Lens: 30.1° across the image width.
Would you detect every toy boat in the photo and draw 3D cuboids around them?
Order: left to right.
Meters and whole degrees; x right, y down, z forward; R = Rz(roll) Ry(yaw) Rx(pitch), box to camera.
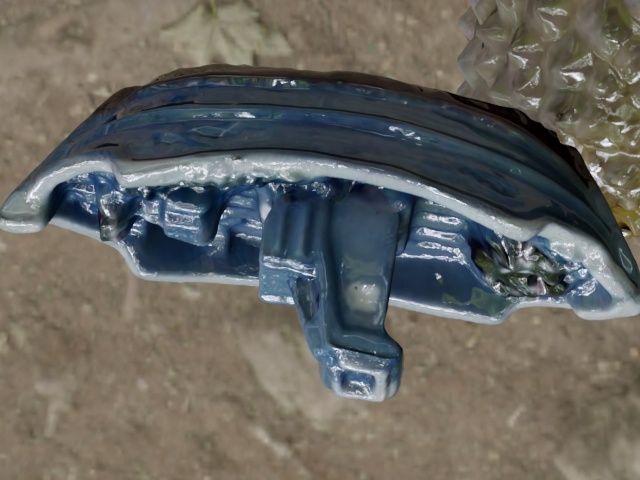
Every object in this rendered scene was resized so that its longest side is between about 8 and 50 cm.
[{"bbox_3d":[0.000,0.000,0.567,0.309,0.142,0.129,8,149,3],"label":"toy boat"}]

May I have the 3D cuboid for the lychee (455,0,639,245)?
[{"bbox_3d":[0.283,-0.172,0.787,0.432,0.380,0.380,-44,139,-9],"label":"lychee"}]
